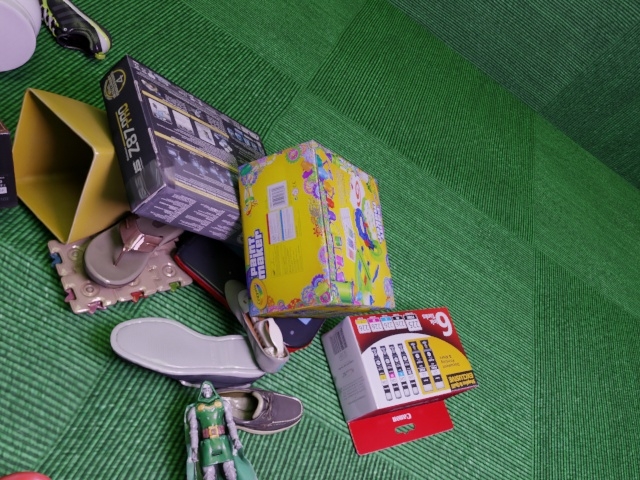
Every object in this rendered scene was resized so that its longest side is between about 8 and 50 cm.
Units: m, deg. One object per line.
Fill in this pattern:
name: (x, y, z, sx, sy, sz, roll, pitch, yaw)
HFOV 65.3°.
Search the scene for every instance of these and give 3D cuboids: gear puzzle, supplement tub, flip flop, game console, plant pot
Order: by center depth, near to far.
plant pot: (-0.450, -0.149, 0.981, 0.212, 0.212, 0.187, 40, 28, 18)
flip flop: (-0.351, -0.012, 0.987, 0.112, 0.080, 0.277, 42, 42, 0)
gear puzzle: (-0.364, 0.042, 1.028, 0.339, 0.044, 0.175, -14, 65, -42)
supplement tub: (-0.737, -0.547, 1.074, 0.229, 0.228, 0.316, -3, 60, -35)
game console: (-0.098, 0.039, 1.163, 0.342, 0.060, 0.386, 44, 42, -6)

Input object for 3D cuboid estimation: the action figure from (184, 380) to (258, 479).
action figure: (-0.176, 0.350, 0.834, 0.137, 0.063, 0.232, -6, 62, -23)

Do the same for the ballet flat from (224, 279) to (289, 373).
ballet flat: (-0.119, 0.152, 0.970, 0.072, 0.068, 0.213, -5, 57, -44)

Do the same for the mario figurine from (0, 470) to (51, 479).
mario figurine: (-0.427, 0.440, 0.591, 0.170, 0.198, 0.320, 18, 52, 6)

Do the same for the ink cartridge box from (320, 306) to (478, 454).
ink cartridge box: (0.193, 0.307, 1.137, 0.310, 0.130, 0.271, 0, 60, -34)

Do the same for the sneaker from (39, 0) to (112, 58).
sneaker: (-0.634, -0.536, 1.235, 0.235, 0.084, 0.097, 30, 48, -12)

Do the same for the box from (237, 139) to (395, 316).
box: (0.000, 0.000, 0.989, 0.279, 0.177, 0.289, 17, 63, -58)

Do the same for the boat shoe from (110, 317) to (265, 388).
boat shoe: (-0.242, 0.225, 0.935, 0.303, 0.091, 0.114, 19, 40, -22)

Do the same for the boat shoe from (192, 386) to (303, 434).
boat shoe: (-0.127, 0.322, 0.952, 0.224, 0.073, 0.080, 12, 55, -25)

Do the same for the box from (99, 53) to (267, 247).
box: (-0.229, -0.154, 1.019, 0.395, 0.097, 0.318, 21, 39, -57)

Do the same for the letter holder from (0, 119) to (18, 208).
letter holder: (-0.720, -0.147, 0.850, 0.302, 0.151, 0.214, -15, 42, -40)
